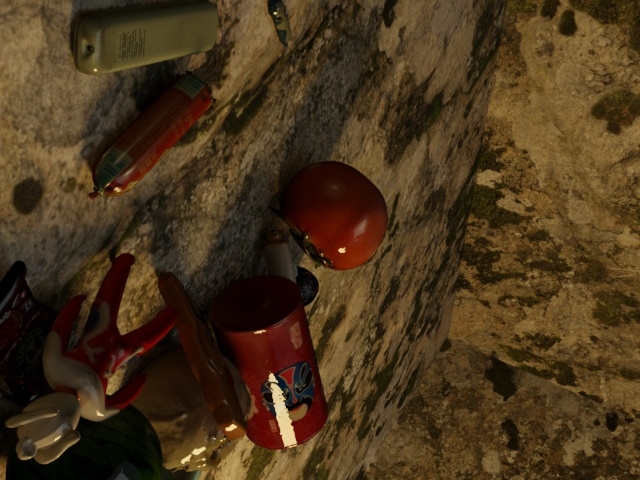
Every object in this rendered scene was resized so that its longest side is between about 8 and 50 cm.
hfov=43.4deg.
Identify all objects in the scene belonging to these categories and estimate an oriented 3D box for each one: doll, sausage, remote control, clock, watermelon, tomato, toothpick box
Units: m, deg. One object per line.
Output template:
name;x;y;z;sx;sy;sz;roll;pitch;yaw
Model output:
doll;-0.342;0.184;1.218;0.188;0.099;0.384;56;29;-19
sausage;-0.273;-0.157;1.256;0.264;0.083;0.083;-53;154;-29
remote control;-0.250;-0.309;1.206;0.309;0.038;0.090;-35;140;-55
clock;-0.087;0.144;1.938;0.195;0.100;0.194;-62;156;-18
watermelon;-0.374;0.361;1.278;0.242;0.242;0.242;-49;152;-39
tomato;0.030;-0.055;1.824;0.224;0.256;0.256;-47;154;-9
doll;-0.074;-0.414;1.529;0.125;0.027;0.037;63;45;-62
toothpick box;-0.109;0.267;1.759;0.204;0.204;0.333;-46;133;-43

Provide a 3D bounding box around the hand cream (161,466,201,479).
hand cream;-0.287;0.455;1.783;0.070;0.111;0.312;89;24;-64

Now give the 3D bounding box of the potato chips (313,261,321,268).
potato chips;-0.001;0.000;2.098;0.092;0.028;0.207;-58;158;-25

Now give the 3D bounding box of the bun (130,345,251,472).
bun;-0.252;0.350;1.604;0.281;0.205;0.281;-50;152;-41

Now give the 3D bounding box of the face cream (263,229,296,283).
face cream;-0.090;0.067;1.814;0.051;0.072;0.182;-13;94;-39

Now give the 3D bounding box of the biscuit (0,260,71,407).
biscuit;-0.438;0.138;1.158;0.151;0.063;0.235;-58;158;-23

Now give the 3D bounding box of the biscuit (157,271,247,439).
biscuit;-0.208;0.206;1.458;0.047;0.334;0.202;-27;146;-3
